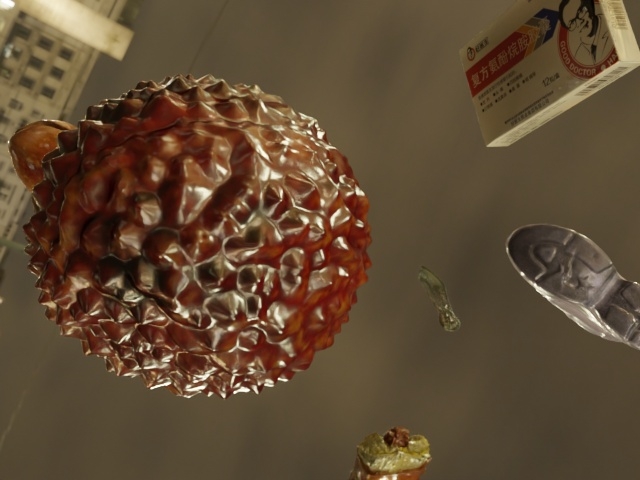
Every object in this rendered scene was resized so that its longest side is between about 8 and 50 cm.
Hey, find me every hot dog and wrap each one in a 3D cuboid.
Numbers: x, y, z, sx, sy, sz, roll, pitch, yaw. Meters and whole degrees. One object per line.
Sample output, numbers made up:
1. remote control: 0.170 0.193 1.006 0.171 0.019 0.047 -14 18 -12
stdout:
1. hot dog: 0.121 0.424 1.362 0.103 0.146 0.213 -107 -151 -52

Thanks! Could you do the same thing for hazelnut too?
1. hazelnut: -0.459 -0.139 1.272 0.143 0.143 0.154 -62 169 7

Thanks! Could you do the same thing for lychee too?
1. lychee: -0.135 0.004 0.971 0.424 0.500 0.424 -12 -111 34

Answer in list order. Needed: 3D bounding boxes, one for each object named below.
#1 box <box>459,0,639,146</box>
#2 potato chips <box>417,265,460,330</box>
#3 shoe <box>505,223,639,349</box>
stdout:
1. box: 0.400 -0.335 1.348 0.353 0.069 0.214 -33 -113 58
2. potato chips: 0.306 0.150 1.946 0.026 0.209 0.142 -32 -140 -14
3. shoe: 0.362 0.065 1.045 0.095 0.245 0.137 -54 178 -8
